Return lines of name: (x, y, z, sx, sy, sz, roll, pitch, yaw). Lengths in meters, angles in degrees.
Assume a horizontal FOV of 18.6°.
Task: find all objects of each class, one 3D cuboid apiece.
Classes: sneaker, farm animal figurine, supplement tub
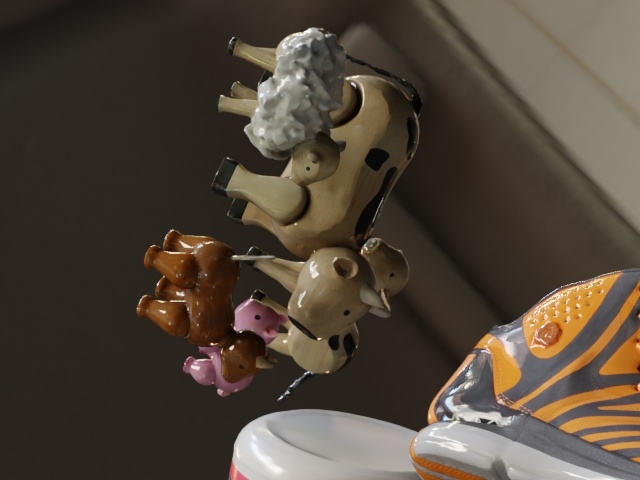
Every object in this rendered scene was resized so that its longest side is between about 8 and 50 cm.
sneaker: (0.223, 0.112, 1.219, 0.321, 0.180, 0.124, 17, 151, 30)
farm animal figurine: (0.000, 0.000, 1.654, 0.172, 0.327, 0.330, 20, -177, 16)
supplement tub: (0.004, 0.287, 1.558, 0.191, 0.272, 0.191, 10, -170, -2)
